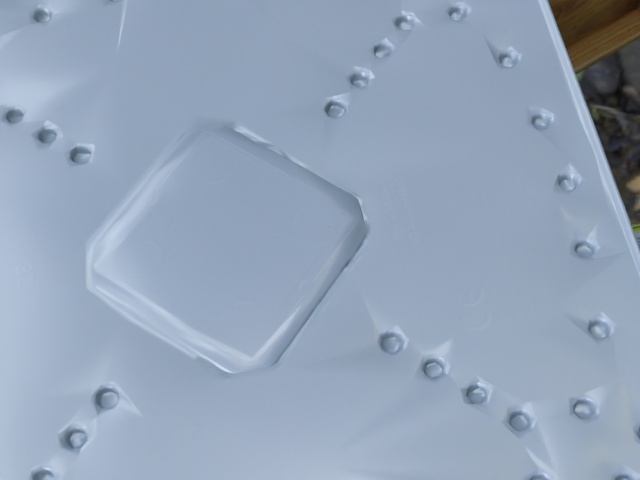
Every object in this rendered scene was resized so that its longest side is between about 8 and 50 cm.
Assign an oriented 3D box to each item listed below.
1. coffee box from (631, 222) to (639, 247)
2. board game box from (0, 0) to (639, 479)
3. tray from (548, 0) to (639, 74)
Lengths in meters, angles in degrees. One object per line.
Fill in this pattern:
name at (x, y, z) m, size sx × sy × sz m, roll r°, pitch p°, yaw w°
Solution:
coffee box at (0.360, 0.164, 1.874) m, size 0.337 × 0.338 × 0.334 m, roll -3°, pitch 99°, yaw 48°
board game box at (-0.044, 0.012, 0.570) m, size 0.050 × 0.390 × 0.390 m, roll 85°, pitch 173°, yaw -62°
tray at (0.438, -0.389, 1.916) m, size 0.076 × 0.411 × 0.203 m, roll 42°, pitch 152°, yaw 36°
